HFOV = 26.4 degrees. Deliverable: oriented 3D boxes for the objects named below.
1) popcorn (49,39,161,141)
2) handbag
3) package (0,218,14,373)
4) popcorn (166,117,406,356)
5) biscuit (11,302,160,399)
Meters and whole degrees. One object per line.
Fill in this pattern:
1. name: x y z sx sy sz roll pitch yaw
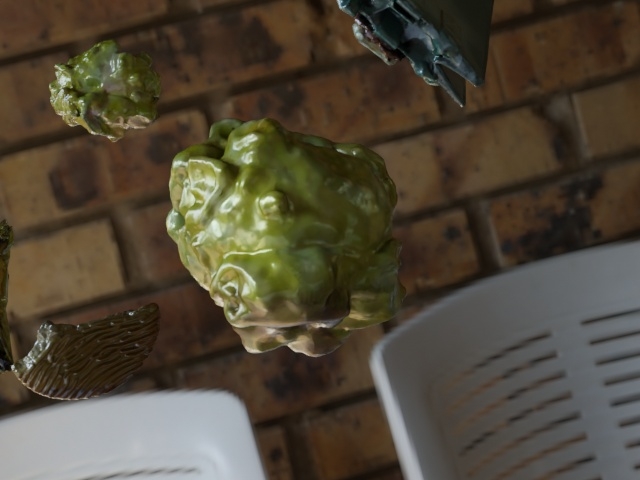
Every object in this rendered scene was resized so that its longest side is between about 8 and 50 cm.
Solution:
1. popcorn: -0.278 -0.193 1.767 0.145 0.126 0.126 -6 -13 -3
2. handbag: 0.088 -0.313 1.656 0.100 0.269 0.274 -38 26 29
3. package: -0.514 0.084 1.971 0.168 0.226 0.090 -5 -12 16
4. popcorn: -0.050 -0.012 1.734 0.312 0.312 0.312 -15 4 1
5. biscuit: -0.351 0.165 2.116 0.228 0.176 0.031 -42 38 -2
